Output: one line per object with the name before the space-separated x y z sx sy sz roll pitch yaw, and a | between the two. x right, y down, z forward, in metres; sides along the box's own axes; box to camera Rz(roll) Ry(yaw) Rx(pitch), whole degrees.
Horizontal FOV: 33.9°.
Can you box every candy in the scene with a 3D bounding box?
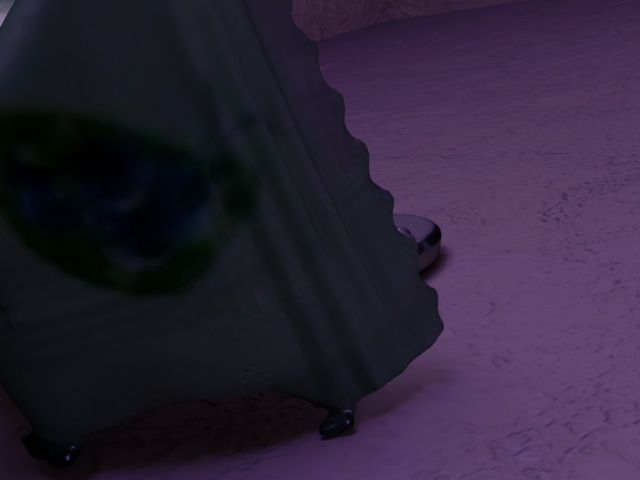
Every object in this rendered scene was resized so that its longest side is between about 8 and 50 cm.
candy | -0.161 -0.035 0.548 0.398 0.262 0.172 0 26 42

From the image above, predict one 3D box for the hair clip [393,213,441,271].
hair clip | 0.000 0.000 0.701 0.140 0.054 0.220 -16 16 -27
